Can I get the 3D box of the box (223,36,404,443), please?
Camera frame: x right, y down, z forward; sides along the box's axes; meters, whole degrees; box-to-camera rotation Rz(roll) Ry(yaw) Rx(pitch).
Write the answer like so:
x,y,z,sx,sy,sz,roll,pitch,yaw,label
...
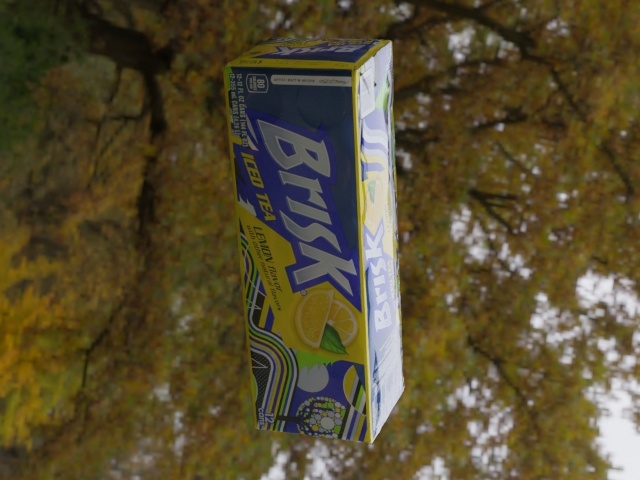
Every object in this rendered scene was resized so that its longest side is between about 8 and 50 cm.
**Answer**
x,y,z,sx,sy,sz,roll,pitch,yaw,label
0.000,0.000,0.493,0.054,0.059,0.169,-49,140,-61,box
